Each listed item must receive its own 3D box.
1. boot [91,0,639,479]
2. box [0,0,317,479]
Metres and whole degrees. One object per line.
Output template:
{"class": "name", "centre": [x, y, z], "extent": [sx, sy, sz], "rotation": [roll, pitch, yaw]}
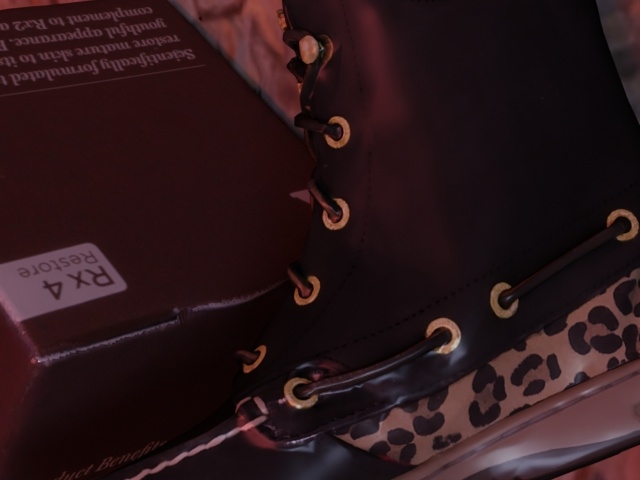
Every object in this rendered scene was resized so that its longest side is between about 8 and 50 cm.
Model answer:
{"class": "boot", "centre": [0.001, 0.000, 0.458], "extent": [0.085, 0.236, 0.178], "rotation": [107, 145, -81]}
{"class": "box", "centre": [-0.111, 0.037, 0.594], "extent": [0.167, 0.168, 0.203], "rotation": [48, 130, 27]}
